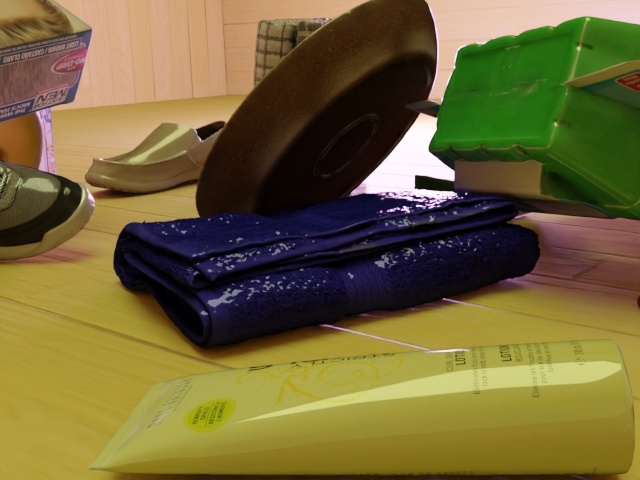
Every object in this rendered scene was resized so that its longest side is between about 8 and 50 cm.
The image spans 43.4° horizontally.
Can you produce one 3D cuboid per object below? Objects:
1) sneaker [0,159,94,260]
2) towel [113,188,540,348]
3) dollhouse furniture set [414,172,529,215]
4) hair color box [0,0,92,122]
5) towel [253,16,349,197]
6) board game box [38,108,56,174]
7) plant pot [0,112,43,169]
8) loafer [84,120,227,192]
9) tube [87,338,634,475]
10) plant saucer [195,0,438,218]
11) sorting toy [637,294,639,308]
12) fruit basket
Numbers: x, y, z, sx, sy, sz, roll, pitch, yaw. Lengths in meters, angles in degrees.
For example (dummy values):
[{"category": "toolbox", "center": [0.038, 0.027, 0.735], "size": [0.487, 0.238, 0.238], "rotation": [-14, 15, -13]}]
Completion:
[{"category": "sneaker", "center": [-0.361, -0.064, 0.765], "size": [0.269, 0.153, 0.101], "rotation": [6, 57, 9]}, {"category": "towel", "center": [0.000, 0.000, 0.677], "size": [0.308, 0.076, 0.228], "rotation": [-9, 16, -29]}, {"category": "dollhouse furniture set", "center": [0.176, -0.057, 0.891], "size": [0.152, 0.076, 0.059], "rotation": [-14, 19, -39]}, {"category": "hair color box", "center": [-0.441, -0.267, 0.879], "size": [0.347, 0.105, 0.174], "rotation": [37, 35, 12]}, {"category": "towel", "center": [0.007, -0.175, 1.072], "size": [0.121, 0.234, 0.284], "rotation": [6, 16, 16]}, {"category": "board game box", "center": [-0.436, -0.143, 1.169], "size": [0.045, 0.146, 0.193], "rotation": [-2, 13, -2]}, {"category": "plant pot", "center": [-0.479, -0.125, 0.957], "size": [0.239, 0.253, 0.254], "rotation": [18, 18, 11]}, {"category": "loafer", "center": [-0.233, -0.129, 1.202], "size": [0.102, 0.092, 0.269], "rotation": [10, 18, 39]}, {"category": "tube", "center": [0.019, 0.082, 0.383], "size": [0.240, 0.062, 0.070], "rotation": [-4, -27, 10]}, {"category": "plant saucer", "center": [0.013, -0.107, 0.809], "size": [0.050, 0.310, 0.311], "rotation": [46, 33, 16]}, {"category": "sorting toy", "center": [0.305, 0.021, 0.452], "size": [0.127, 0.126, 0.365], "rotation": [-3, 13, -4]}, {"category": "fruit basket", "center": [0.292, -0.065, 0.733], "size": [0.353, 0.165, 0.327], "rotation": [24, -4, -23]}]
